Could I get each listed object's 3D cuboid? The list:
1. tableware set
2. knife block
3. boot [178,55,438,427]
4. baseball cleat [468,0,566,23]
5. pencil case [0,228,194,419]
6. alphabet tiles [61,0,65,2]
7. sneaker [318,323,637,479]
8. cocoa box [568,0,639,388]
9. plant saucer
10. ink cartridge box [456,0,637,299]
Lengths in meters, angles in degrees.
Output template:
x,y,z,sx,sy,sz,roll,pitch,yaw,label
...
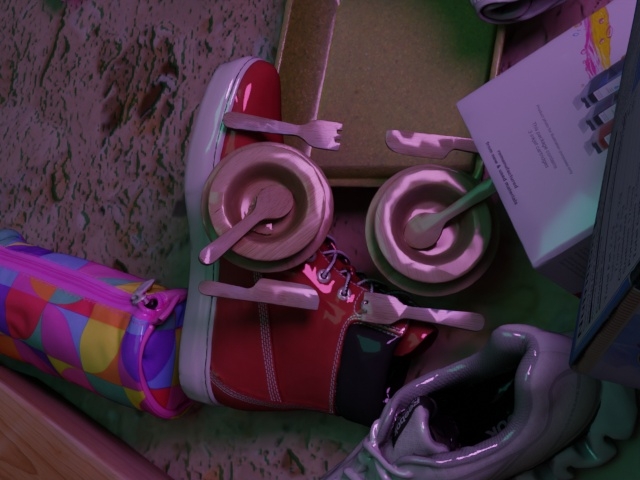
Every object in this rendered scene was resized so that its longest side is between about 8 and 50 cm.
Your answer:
x,y,z,sx,sy,sz,roll,pitch,yaw,label
0.019,-0.016,0.940,0.194,0.039,0.128,7,80,1,tableware set
-0.236,0.138,1.127,0.276,0.088,0.242,-23,63,26,knife block
0.000,0.000,0.995,0.176,0.088,0.244,5,97,25,boot
0.094,-0.204,0.986,0.206,0.072,0.109,13,87,39,baseball cleat
-0.180,0.057,1.114,0.236,0.104,0.104,13,81,36,pencil case
-0.188,-0.332,1.285,0.237,0.009,0.198,-56,45,14,alphabet tiles
0.053,0.147,0.918,0.292,0.118,0.110,-42,57,16,sneaker
0.311,-0.035,0.640,0.347,0.228,0.231,13,69,3,cocoa box
0.054,-0.121,1.055,0.188,0.045,0.188,1,74,34,plant saucer
0.201,-0.061,0.885,0.176,0.128,0.127,-32,58,19,ink cartridge box
